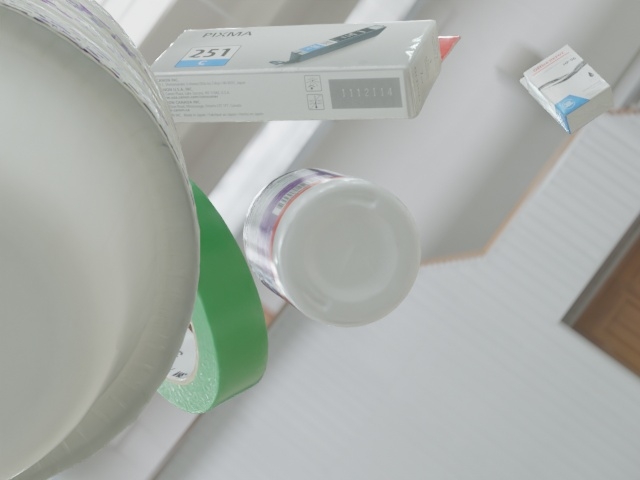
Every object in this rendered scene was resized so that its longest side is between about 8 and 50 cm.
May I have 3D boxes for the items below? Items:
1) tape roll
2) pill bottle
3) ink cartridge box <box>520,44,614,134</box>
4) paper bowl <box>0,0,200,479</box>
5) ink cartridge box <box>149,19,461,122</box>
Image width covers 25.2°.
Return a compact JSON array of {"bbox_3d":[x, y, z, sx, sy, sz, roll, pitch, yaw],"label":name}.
[{"bbox_3d":[-0.188,0.056,1.778,0.077,0.321,0.321,-26,-25,-28],"label":"tape roll"},{"bbox_3d":[0.000,0.000,1.095,0.108,0.108,0.193,-53,14,-3],"label":"pill bottle"},{"bbox_3d":[0.211,-0.136,1.246,0.048,0.083,0.028,-33,-40,-4],"label":"ink cartridge box"},{"bbox_3d":[-0.197,0.008,0.660,0.284,0.284,0.148,-58,26,20],"label":"paper bowl"},{"bbox_3d":[-0.013,-0.207,1.587,0.261,0.296,0.066,-60,-34,-58],"label":"ink cartridge box"}]
